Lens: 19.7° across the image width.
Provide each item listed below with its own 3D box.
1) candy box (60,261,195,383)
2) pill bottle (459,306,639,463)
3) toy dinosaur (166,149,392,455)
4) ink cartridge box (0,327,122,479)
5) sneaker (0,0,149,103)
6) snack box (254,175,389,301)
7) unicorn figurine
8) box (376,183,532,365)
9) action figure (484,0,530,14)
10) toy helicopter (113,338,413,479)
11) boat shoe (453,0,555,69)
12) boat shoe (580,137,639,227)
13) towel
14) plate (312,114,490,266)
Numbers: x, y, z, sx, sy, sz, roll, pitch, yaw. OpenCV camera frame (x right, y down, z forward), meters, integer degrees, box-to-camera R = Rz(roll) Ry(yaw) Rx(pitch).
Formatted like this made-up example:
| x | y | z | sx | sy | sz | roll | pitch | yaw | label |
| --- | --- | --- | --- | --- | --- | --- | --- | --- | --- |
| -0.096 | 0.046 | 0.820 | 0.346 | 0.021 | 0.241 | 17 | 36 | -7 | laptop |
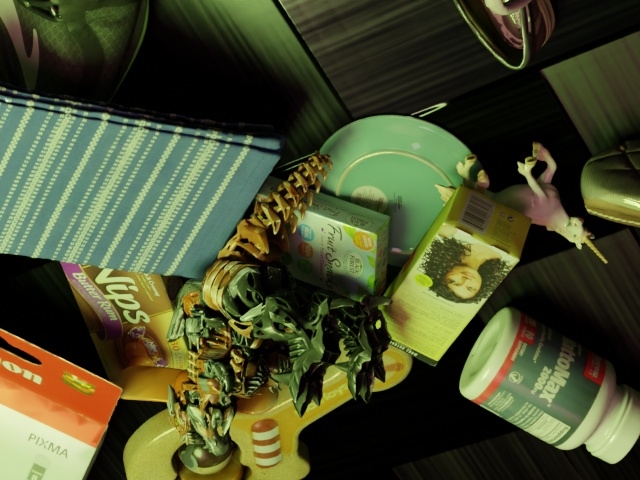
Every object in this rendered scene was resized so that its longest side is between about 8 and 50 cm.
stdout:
| x | y | z | sx | sy | sz | roll | pitch | yaw | label |
| --- | --- | --- | --- | --- | --- | --- | --- | --- | --- |
| -0.205 | 0.069 | 2.028 | 0.109 | 0.053 | 0.187 | -6 | 125 | 17 | candy box |
| 0.247 | 0.155 | 1.929 | 0.180 | 0.108 | 0.108 | 29 | 128 | -7 | pill bottle |
| -0.057 | 0.074 | 1.851 | 0.218 | 0.164 | 0.322 | 28 | 128 | 28 | toy dinosaur |
| -0.399 | 0.198 | 2.072 | 0.308 | 0.091 | 0.385 | 26 | 152 | -3 | ink cartridge box |
| -0.242 | -0.291 | 1.678 | 0.185 | 0.202 | 0.483 | 17 | 128 | 4 | sneaker |
| 0.000 | 0.000 | 1.906 | 0.141 | 0.037 | 0.100 | 20 | 135 | 19 | snack box |
| 0.203 | -0.039 | 1.833 | 0.161 | 0.060 | 0.111 | 0 | 130 | 23 | unicorn figurine |
| 0.127 | 0.039 | 1.871 | 0.087 | 0.058 | 0.232 | 26 | 145 | -3 | box |
| 0.146 | -0.406 | 1.528 | 0.370 | 0.248 | 0.275 | 38 | 153 | -14 | action figure |
| -0.064 | 0.182 | 2.018 | 0.355 | 0.140 | 0.235 | -31 | 130 | 15 | toy helicopter |
| 0.143 | -0.254 | 1.677 | 0.080 | 0.073 | 0.223 | -21 | 118 | 28 | boat shoe |
| 0.406 | -0.018 | 1.751 | 0.324 | 0.123 | 0.116 | 8 | 129 | 12 | boat shoe |
| -0.227 | -0.058 | 1.831 | 0.336 | 0.040 | 0.243 | 9 | 140 | -22 | towel |
| 0.080 | -0.043 | 1.883 | 0.188 | 0.024 | 0.188 | 8 | 128 | 10 | plate |
